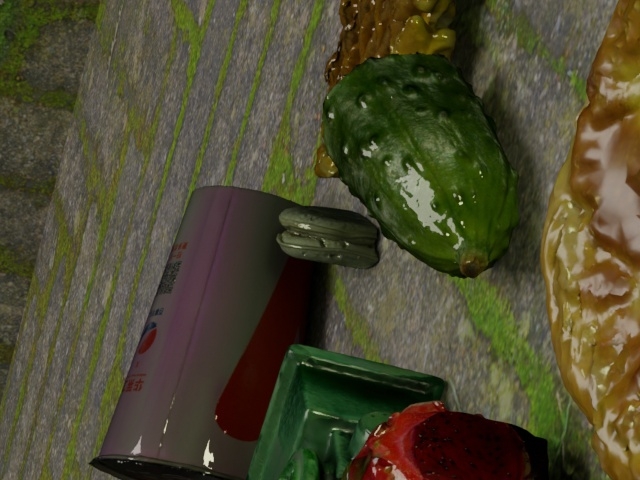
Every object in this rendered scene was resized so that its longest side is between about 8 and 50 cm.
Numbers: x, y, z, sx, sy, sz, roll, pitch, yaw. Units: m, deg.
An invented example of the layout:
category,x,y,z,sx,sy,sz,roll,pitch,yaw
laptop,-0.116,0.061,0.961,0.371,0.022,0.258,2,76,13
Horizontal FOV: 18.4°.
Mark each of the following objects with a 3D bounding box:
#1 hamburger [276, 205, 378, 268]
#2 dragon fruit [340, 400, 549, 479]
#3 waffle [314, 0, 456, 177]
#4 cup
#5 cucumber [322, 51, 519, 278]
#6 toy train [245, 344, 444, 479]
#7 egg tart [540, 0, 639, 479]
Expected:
category,x,y,z,sx,sy,sz,roll,pitch,yaw
hamburger,0.000,-0.004,1.818,0.121,0.084,0.054,-152,75,-70
dragon fruit,0.085,0.208,1.336,0.166,0.160,0.172,36,137,32
waffle,0.068,-0.186,1.749,0.293,0.069,0.259,169,113,-75
cup,-0.093,0.104,1.920,0.203,0.203,0.288,149,135,-68
cucumber,0.088,-0.042,1.506,0.244,0.134,0.134,-113,37,-56
toy train,0.009,0.233,1.521,0.202,0.145,0.266,-99,25,-66
egg tart,0.230,-0.022,0.983,0.352,0.150,0.351,-175,90,-74
